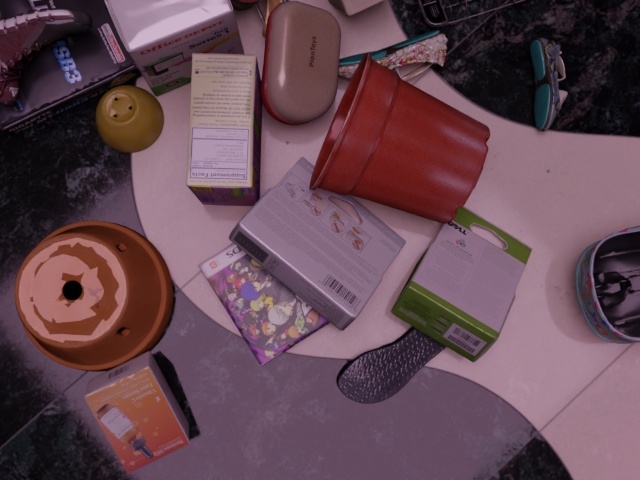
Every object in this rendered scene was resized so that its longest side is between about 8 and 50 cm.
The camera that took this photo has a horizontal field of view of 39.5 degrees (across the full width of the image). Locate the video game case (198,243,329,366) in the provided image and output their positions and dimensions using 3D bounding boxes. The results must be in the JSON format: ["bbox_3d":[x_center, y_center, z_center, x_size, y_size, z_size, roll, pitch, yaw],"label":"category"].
[{"bbox_3d":[-0.087,0.090,1.714,0.210,0.042,0.232,-31,85,-5],"label":"video game case"}]

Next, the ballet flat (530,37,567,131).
[{"bbox_3d":[0.458,-0.309,1.760,0.070,0.070,0.188,-2,87,-1],"label":"ballet flat"}]

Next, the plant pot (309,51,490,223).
[{"bbox_3d":[0.152,-0.169,1.651,0.265,0.272,0.272,22,84,-6],"label":"plant pot"}]

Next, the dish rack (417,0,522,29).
[{"bbox_3d":[0.305,-0.546,1.778,0.271,0.074,0.208,-17,85,-3],"label":"dish rack"}]

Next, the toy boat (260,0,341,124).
[{"bbox_3d":[-0.056,-0.335,1.716,0.151,0.151,0.231,10,80,-30],"label":"toy boat"}]

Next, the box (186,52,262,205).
[{"bbox_3d":[-0.173,-0.200,1.660,0.117,0.213,0.243,2,83,0],"label":"box"}]

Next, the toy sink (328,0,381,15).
[{"bbox_3d":[0.051,-0.571,1.686,0.131,0.153,0.234,-26,117,-2],"label":"toy sink"}]

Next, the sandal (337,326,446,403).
[{"bbox_3d":[0.147,0.229,1.704,0.254,0.054,0.097,-30,92,-14],"label":"sandal"}]

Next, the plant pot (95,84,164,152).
[{"bbox_3d":[-0.378,-0.245,1.723,0.134,0.095,0.134,0,84,0],"label":"plant pot"}]

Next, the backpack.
[{"bbox_3d":[0.603,0.081,1.650,0.253,0.191,0.225,-11,81,-9],"label":"backpack"}]

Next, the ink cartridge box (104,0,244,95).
[{"bbox_3d":[-0.260,-0.390,1.649,0.201,0.278,0.117,-23,84,-3],"label":"ink cartridge box"}]

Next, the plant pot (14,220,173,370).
[{"bbox_3d":[-0.430,0.096,1.630,0.291,0.203,0.291,0,83,0],"label":"plant pot"}]

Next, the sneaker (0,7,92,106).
[{"bbox_3d":[-0.554,-0.336,1.669,0.281,0.106,0.162,-7,91,9],"label":"sneaker"}]

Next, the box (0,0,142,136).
[{"bbox_3d":[-0.545,-0.398,1.753,0.293,0.073,0.295,-25,85,-2],"label":"box"}]

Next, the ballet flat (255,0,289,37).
[{"bbox_3d":[-0.102,-0.512,1.770,0.073,0.080,0.232,-10,82,12],"label":"ballet flat"}]

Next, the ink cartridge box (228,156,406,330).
[{"bbox_3d":[0.000,0.000,1.685,0.275,0.060,0.239,39,46,-1],"label":"ink cartridge box"}]

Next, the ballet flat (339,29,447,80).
[{"bbox_3d":[0.139,-0.346,1.752,0.241,0.091,0.077,-16,110,2],"label":"ballet flat"}]

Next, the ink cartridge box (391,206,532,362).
[{"bbox_3d":[0.277,0.075,1.704,0.189,0.097,0.255,31,50,3],"label":"ink cartridge box"}]

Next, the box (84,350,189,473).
[{"bbox_3d":[-0.334,0.315,1.637,0.130,0.091,0.170,-26,104,-4],"label":"box"}]

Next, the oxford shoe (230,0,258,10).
[{"bbox_3d":[-0.207,-0.610,1.717,0.123,0.130,0.348,-17,93,-20],"label":"oxford shoe"}]
